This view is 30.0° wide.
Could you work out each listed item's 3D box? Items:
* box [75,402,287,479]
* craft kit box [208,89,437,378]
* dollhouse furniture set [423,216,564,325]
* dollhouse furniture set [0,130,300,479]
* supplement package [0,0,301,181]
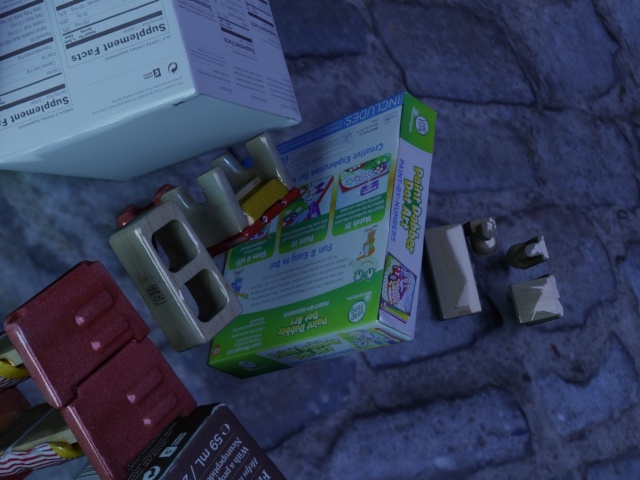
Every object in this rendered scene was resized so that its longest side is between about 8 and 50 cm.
[{"bbox_3d":[-0.119,0.278,1.056,0.203,0.167,0.168,53,48,-17],"label":"box"},{"bbox_3d":[0.000,0.000,1.203,0.061,0.250,0.246,30,58,-34],"label":"craft kit box"},{"bbox_3d":[0.207,0.049,1.535,0.151,0.123,0.144,-11,83,-9],"label":"dollhouse furniture set"},{"bbox_3d":[-0.171,0.069,1.066,0.152,0.201,0.374,59,40,-10],"label":"dollhouse furniture set"},{"bbox_3d":[-0.166,-0.153,1.066,0.262,0.204,0.145,1,73,-72],"label":"supplement package"}]
